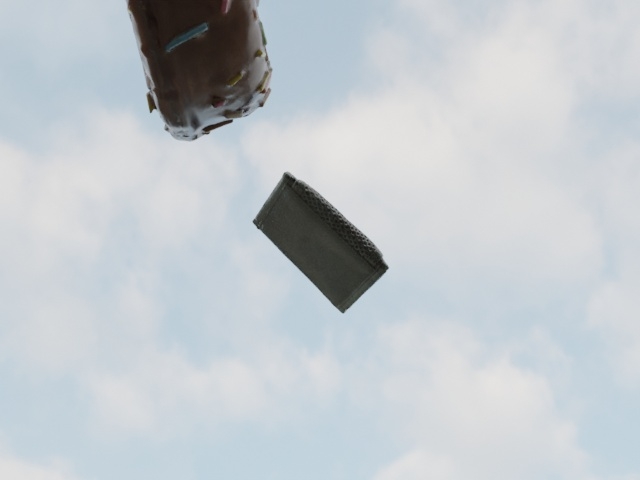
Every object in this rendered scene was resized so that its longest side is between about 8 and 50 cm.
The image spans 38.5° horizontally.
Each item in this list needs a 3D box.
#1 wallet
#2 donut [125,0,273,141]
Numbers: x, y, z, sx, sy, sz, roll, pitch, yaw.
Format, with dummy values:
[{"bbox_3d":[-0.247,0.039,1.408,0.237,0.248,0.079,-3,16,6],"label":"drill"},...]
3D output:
[{"bbox_3d":[0.000,0.000,0.852,0.129,0.026,0.088,45,-42,5],"label":"wallet"},{"bbox_3d":[-0.091,-0.201,0.690,0.096,0.230,0.216,-7,-44,1],"label":"donut"}]
